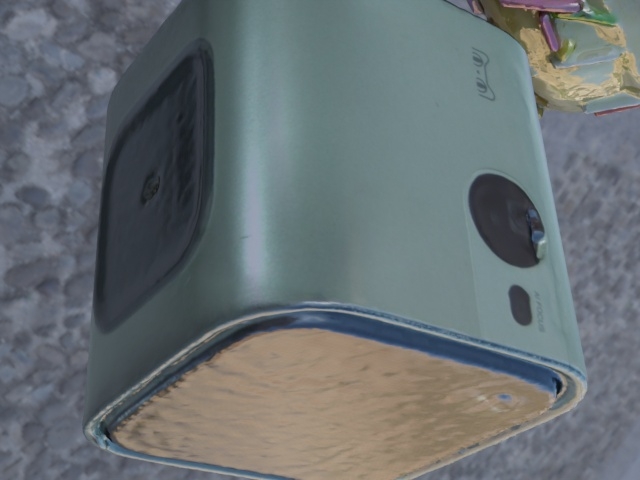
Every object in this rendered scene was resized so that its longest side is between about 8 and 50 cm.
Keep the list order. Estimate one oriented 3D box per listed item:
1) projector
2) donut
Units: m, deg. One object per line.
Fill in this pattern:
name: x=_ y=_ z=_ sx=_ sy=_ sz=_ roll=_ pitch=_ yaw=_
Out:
projector: x=0.000 y=0.000 z=0.676 sx=0.248 sy=0.249 sz=0.248 roll=17 pitch=144 yaw=-31
donut: x=0.193 y=-0.253 z=0.906 sx=0.150 sy=0.371 sz=0.307 roll=-26 pitch=120 yaw=17
